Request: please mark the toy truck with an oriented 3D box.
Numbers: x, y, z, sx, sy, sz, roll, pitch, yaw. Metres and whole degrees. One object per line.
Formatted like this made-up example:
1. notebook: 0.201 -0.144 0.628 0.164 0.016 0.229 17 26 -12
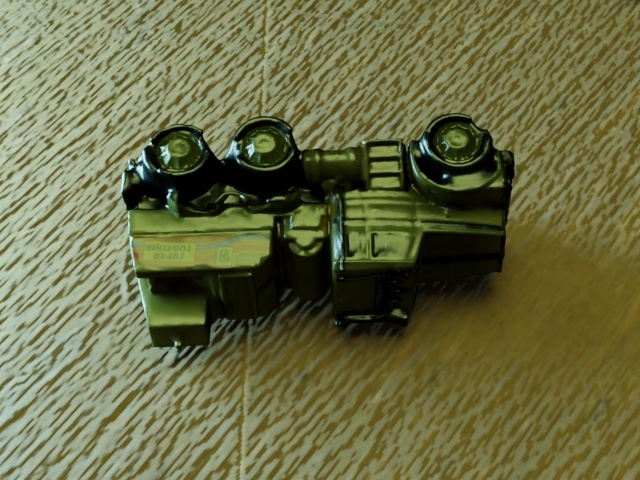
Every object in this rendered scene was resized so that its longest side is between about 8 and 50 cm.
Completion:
1. toy truck: 0.002 -0.004 1.085 0.257 0.127 0.127 -6 58 -2
